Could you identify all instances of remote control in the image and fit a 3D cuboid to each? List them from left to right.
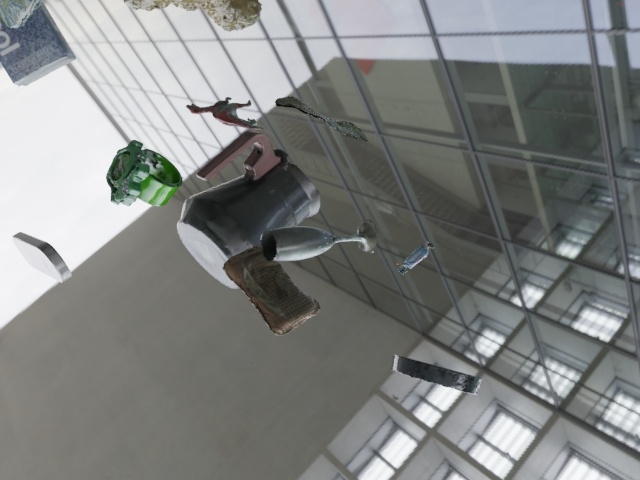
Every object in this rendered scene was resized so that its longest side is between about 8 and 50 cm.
[{"bbox_3d":[-0.511,0.028,0.994,0.245,0.077,0.022,9,-139,48],"label":"remote control"}]

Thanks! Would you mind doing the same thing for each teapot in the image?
[{"bbox_3d":[-0.196,-0.096,1.512,0.306,0.375,0.362,23,-124,37],"label":"teapot"}]

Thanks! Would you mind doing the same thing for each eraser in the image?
[{"bbox_3d":[-0.449,-0.338,0.780,0.092,0.212,0.046,-27,-169,3],"label":"eraser"}]

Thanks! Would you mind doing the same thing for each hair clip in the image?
[{"bbox_3d":[-0.354,-0.320,0.672,0.229,0.065,0.036,-8,-162,36],"label":"hair clip"}]

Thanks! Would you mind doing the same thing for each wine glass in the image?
[{"bbox_3d":[0.000,0.000,0.919,0.198,0.066,0.066,-5,-158,-32],"label":"wine glass"}]

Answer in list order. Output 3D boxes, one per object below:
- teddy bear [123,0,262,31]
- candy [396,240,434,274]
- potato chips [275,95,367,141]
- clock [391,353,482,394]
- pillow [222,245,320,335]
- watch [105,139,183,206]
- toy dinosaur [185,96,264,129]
[{"bbox_3d":[-0.225,-0.532,0.970,0.267,0.156,0.255,9,-98,-5],"label":"teddy bear"},{"bbox_3d":[0.182,0.031,1.052,0.083,0.020,0.030,-44,-120,5],"label":"candy"},{"bbox_3d":[0.004,-0.256,1.145,0.142,0.209,0.026,-97,-151,-69],"label":"potato chips"},{"bbox_3d":[0.273,0.319,1.301,0.215,0.215,0.041,8,-102,42],"label":"clock"},{"bbox_3d":[-0.108,0.101,1.169,0.135,0.034,0.211,-29,-112,-35],"label":"pillow"},{"bbox_3d":[-0.400,-0.134,1.261,0.131,0.152,0.165,-46,-128,18],"label":"watch"},{"bbox_3d":[-0.255,-0.348,1.536,0.168,0.053,0.242,-20,-133,-27],"label":"toy dinosaur"}]
